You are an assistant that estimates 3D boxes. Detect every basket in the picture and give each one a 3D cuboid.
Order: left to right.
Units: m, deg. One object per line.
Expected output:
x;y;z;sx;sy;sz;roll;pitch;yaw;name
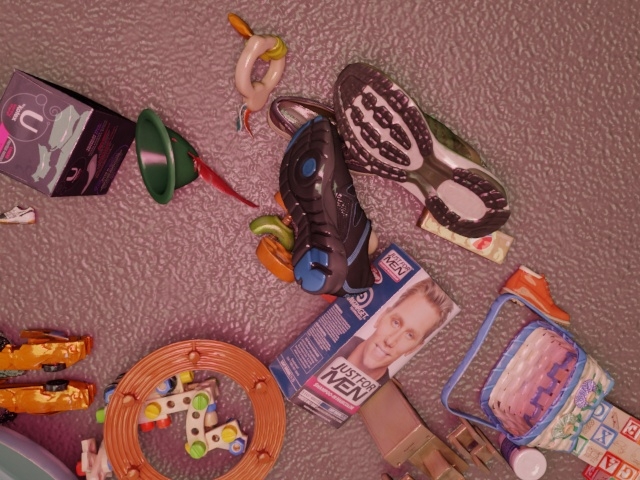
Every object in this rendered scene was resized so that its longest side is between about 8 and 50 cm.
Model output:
0.404;0.264;1.159;0.289;0.201;0.254;28;95;-14;basket

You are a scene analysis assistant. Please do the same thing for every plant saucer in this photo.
-0.578;0.450;1.153;0.318;0.043;0.317;14;132;17;plant saucer

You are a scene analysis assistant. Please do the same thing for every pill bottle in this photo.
0.409;0.435;1.216;0.067;0.120;0.066;0;95;-2;pill bottle

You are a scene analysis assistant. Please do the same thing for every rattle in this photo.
-0.159;-0.318;1.158;0.143;0.130;0.199;26;121;7;rattle

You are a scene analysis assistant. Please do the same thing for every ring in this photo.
-0.231;0.352;1.111;0.337;0.032;0.336;-1;92;-13;ring

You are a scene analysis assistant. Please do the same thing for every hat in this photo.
-0.246;-0.164;1.177;0.184;0.173;0.208;-15;114;-34;hat

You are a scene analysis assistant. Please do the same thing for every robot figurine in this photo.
-0.610;0.271;1.192;0.291;0.085;0.210;-1;95;-2;robot figurine

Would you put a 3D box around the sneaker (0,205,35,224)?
-0.615;-0.051;1.191;0.084;0.032;0.036;-1;82;-6;sneaker

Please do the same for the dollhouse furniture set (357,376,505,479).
0.206;0.419;1.225;0.212;0.161;0.242;-43;117;3;dollhouse furniture set

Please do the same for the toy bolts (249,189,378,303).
0.000;0.000;1.127;0.229;0.218;0.158;39;102;-15;toy bolts

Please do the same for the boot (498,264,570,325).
0.458;0.115;1.221;0.158;0.059;0.084;31;89;-3;boot

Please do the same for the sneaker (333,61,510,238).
0.191;-0.183;1.136;0.410;0.182;0.158;43;123;-11;sneaker

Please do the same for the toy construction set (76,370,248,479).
-0.324;0.368;1.186;0.328;0.151;0.214;-15;96;-11;toy construction set

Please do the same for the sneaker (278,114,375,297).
0.015;-0.059;1.058;0.140;0.125;0.340;15;63;-42;sneaker

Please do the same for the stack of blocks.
0.630;0.451;1.240;0.297;0.087;0.171;31;94;-4;stack of blocks

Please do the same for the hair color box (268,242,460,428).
0.088;0.190;1.157;0.347;0.105;0.174;-46;130;3;hair color box

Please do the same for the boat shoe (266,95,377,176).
0.030;-0.204;1.158;0.286;0.092;0.102;25;92;-5;boat shoe

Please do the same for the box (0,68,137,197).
-0.455;-0.180;1.059;0.144;0.270;0.165;27;94;-4;box

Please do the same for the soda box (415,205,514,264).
0.290;-0.018;1.201;0.182;0.058;0.061;25;94;-4;soda box
